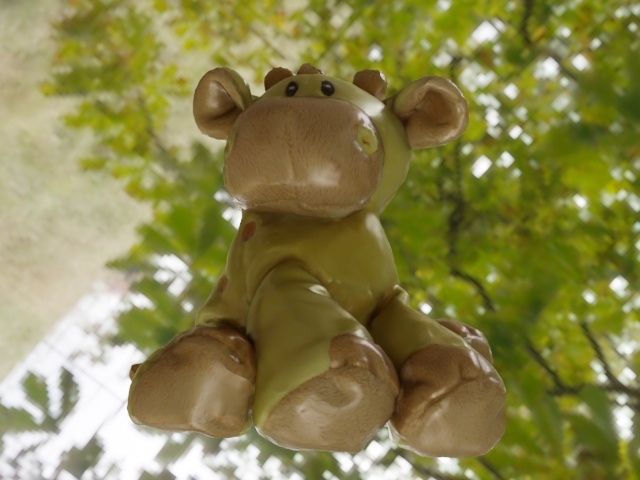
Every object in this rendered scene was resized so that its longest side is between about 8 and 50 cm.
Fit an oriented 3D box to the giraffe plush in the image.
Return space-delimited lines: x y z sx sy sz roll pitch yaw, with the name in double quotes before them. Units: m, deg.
"giraffe plush" 0.000 0.000 0.723 0.210 0.181 0.170 -168 -96 -75
